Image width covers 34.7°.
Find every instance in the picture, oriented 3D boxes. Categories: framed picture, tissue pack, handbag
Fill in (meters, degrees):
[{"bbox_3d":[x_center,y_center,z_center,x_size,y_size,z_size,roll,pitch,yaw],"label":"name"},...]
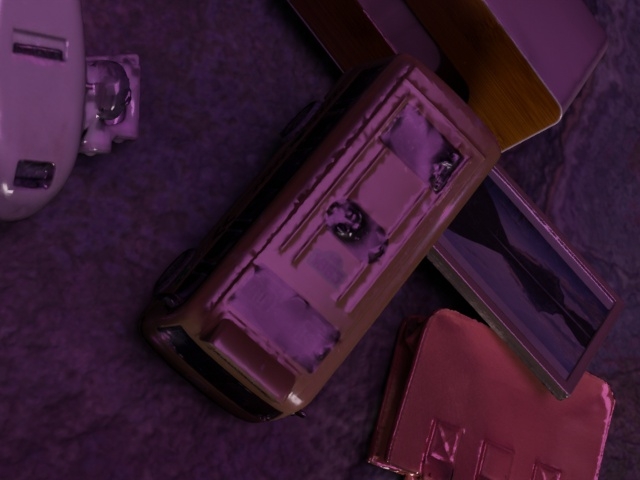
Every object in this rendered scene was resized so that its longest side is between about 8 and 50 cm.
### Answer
[{"bbox_3d":[0.183,0.027,0.935,0.203,0.015,0.150,48,48,-1],"label":"framed picture"},{"bbox_3d":[0.106,-0.201,0.884,0.246,0.159,0.136,51,48,-9],"label":"tissue pack"},{"bbox_3d":[0.153,0.164,0.907,0.212,0.059,0.157,24,69,-20],"label":"handbag"}]

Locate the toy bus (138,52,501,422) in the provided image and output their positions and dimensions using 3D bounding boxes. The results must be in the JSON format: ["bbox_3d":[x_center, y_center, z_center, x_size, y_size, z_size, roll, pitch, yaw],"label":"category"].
[{"bbox_3d":[0.000,0.000,0.787,0.139,0.157,0.289,44,75,-13],"label":"toy bus"}]

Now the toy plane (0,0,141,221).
[{"bbox_3d":[-0.228,-0.139,0.733,0.252,0.118,0.252,5,84,-49],"label":"toy plane"}]
